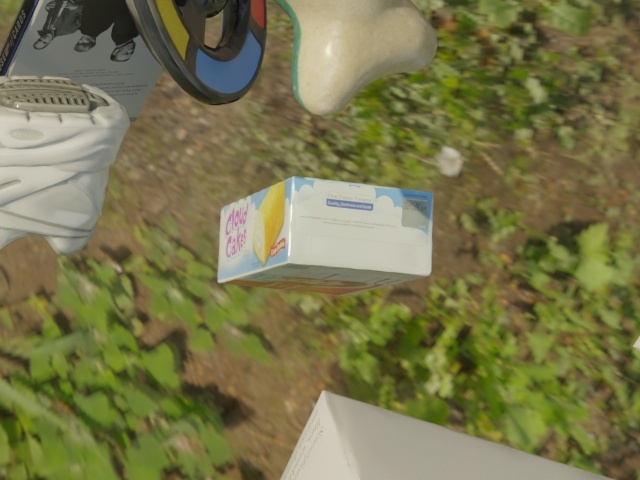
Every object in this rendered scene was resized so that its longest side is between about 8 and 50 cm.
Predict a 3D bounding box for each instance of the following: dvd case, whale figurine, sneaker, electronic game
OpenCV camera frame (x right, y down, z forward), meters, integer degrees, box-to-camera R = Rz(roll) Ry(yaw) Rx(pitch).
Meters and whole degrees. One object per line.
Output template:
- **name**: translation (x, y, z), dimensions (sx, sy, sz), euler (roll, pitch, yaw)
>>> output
- **dvd case**: translation (-0.220, -0.195, 1.670), dimensions (0.179, 0.239, 0.029), euler (-6, 58, -35)
- **whale figurine**: translation (-0.020, -0.215, 1.022), dimensions (0.216, 0.141, 0.272), euler (-31, 114, -27)
- **sneaker**: translation (-0.218, -0.027, 0.892), dimensions (0.232, 0.090, 0.115), euler (3, 112, -15)
- **electronic game**: translation (-0.098, -0.219, 1.340), dimensions (0.048, 0.229, 0.229), euler (-10, 103, 22)

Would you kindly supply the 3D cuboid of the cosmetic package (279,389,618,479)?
- **cosmetic package**: translation (0.140, 0.273, 1.182), dimensions (0.385, 0.156, 0.217), euler (21, 110, -17)

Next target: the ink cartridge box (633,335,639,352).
- **ink cartridge box**: translation (0.348, 0.084, 1.491), dimensions (0.180, 0.060, 0.104), euler (41, 77, -24)

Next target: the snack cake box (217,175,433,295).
- **snack cake box**: translation (0.000, 0.000, 1.784), dimensions (0.152, 0.264, 0.089), euler (5, 82, -19)
